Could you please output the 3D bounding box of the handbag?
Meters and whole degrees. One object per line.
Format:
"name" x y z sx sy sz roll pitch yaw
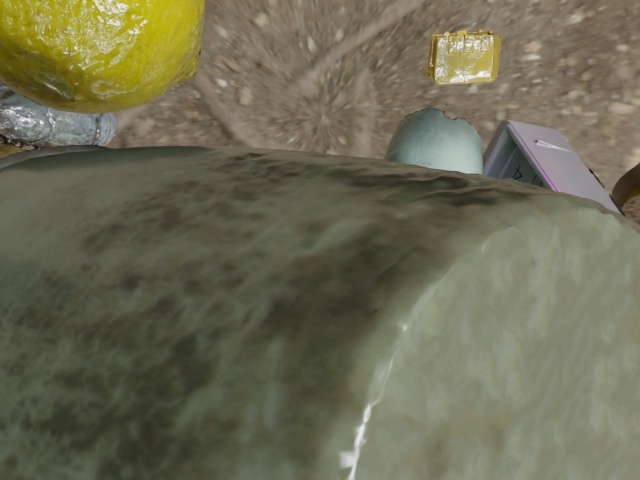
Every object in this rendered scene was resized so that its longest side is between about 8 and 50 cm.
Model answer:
"handbag" 0.168 -0.215 1.394 0.083 0.027 0.061 -5 118 -20

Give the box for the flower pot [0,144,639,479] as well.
"flower pot" -0.018 0.090 0.506 0.294 0.330 0.293 3 86 -41

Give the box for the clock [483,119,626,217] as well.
"clock" 0.196 -0.002 1.087 0.063 0.197 0.150 10 124 -25

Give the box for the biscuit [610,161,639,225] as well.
"biscuit" 0.594 -0.053 1.605 0.381 0.359 0.074 -15 60 29

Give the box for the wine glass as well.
"wine glass" 0.000 0.000 1.015 0.264 0.309 0.096 11 138 2

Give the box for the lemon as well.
"lemon" -0.248 -0.258 1.237 0.310 0.253 0.253 29 96 -27

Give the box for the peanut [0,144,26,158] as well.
"peanut" -0.393 -0.019 1.054 0.298 0.120 0.136 -15 91 1

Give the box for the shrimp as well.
"shrimp" -0.428 -0.192 1.658 0.116 0.343 0.145 -52 56 23
